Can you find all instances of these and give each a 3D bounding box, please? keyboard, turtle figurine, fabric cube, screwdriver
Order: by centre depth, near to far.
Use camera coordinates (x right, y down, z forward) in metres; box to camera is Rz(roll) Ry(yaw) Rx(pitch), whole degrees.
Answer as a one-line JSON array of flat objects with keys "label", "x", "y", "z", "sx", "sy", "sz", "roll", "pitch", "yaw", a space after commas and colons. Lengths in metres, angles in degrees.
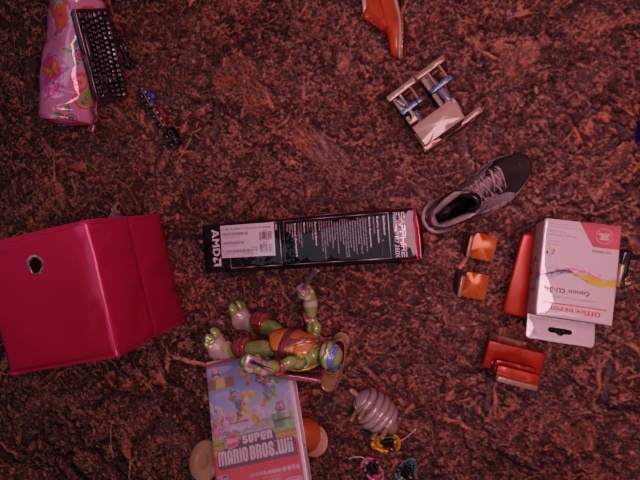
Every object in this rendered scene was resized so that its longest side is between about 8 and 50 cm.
[{"label": "screwdriver", "x": 0.543, "y": 0.099, "z": 0.864, "sx": 0.025, "sy": 0.024, "sz": 0.169, "roll": 22, "pitch": 108, "yaw": 40}, {"label": "turtle figurine", "x": -0.098, "y": 0.160, "z": 0.896, "sx": 0.266, "sy": 0.275, "sz": 0.197, "roll": 0, "pitch": 68, "yaw": 31}, {"label": "fabric cube", "x": -0.480, "y": 0.099, "z": 0.971, "sx": 0.254, "sy": 0.259, "sz": 0.258, "roll": -11, "pitch": 93, "yaw": 12}, {"label": "keyboard", "x": -0.454, "y": -0.397, "z": 0.997, "sx": 0.023, "sy": 0.108, "sz": 0.180, "roll": 18, "pitch": 122, "yaw": 40}]

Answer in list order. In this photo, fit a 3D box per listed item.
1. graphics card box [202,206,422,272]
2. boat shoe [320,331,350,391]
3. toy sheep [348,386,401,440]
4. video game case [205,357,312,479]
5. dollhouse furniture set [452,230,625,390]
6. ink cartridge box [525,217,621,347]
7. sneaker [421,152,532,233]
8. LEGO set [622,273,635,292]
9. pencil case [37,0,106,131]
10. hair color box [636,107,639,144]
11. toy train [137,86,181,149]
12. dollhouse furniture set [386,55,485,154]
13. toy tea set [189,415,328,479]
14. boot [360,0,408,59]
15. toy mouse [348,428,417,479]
[{"label": "graphics card box", "x": 0.000, "y": 0.000, "z": 0.865, "sx": 0.371, "sy": 0.233, "sz": 0.094, "roll": -5, "pitch": 91, "yaw": 14}, {"label": "boat shoe", "x": 0.026, "y": 0.259, "z": 0.979, "sx": 0.050, "sy": 0.045, "sz": 0.135, "roll": 14, "pitch": 98, "yaw": 12}, {"label": "toy sheep", "x": 0.108, "y": 0.347, "z": 0.947, "sx": 0.132, "sy": 0.091, "sz": 0.091, "roll": 44, "pitch": 103, "yaw": -6}, {"label": "video game case", "x": -0.137, "y": 0.376, "z": 0.978, "sx": 0.204, "sy": 0.025, "sz": 0.285, "roll": -18, "pitch": 65, "yaw": 14}, {"label": "dollhouse furniture set", "x": 0.375, "y": 0.119, "z": 0.840, "sx": 0.262, "sy": 0.135, "sz": 0.259, "roll": 12, "pitch": 98, "yaw": 11}, {"label": "ink cartridge box", "x": 0.408, "y": 0.071, "z": 0.759, "sx": 0.115, "sy": 0.067, "sz": 0.198, "roll": 7, "pitch": 85, "yaw": 11}, {"label": "sneaker", "x": 0.292, "y": -0.082, "z": 0.836, "sx": 0.229, "sy": 0.132, "sz": 0.086, "roll": -35, "pitch": 88, "yaw": 7}, {"label": "LEGO set", "x": 0.597, "y": 0.087, "z": 0.844, "sx": 0.083, "sy": 0.023, "sz": 0.054, "roll": -2, "pitch": 95, "yaw": 13}, {"label": "pencil case", "x": -0.539, "y": -0.388, "z": 1.016, "sx": 0.124, "sy": 0.124, "sz": 0.284, "roll": 11, "pitch": 98, "yaw": 12}, {"label": "hair color box", "x": 0.722, "y": -0.245, "z": 0.745, "sx": 0.339, "sy": 0.110, "sz": 0.185, "roll": 4, "pitch": 95, "yaw": 11}, {"label": "toy train", "x": -0.353, "y": -0.273, "z": 1.026, "sx": 0.036, "sy": 0.027, "sz": 0.158, "roll": -32, "pitch": 88, "yaw": 10}, {"label": "dollhouse furniture set", "x": 0.203, "y": -0.247, "z": 0.821, "sx": 0.129, "sy": 0.184, "sz": 0.129, "roll": -35, "pitch": 87, "yaw": 13}, {"label": "toy tea set", "x": -0.125, "y": 0.507, "z": 1.022, "sx": 0.336, "sy": 0.124, "sz": 0.200, "roll": -24, "pitch": 60, "yaw": 17}, {"label": "boot", "x": 0.123, "y": -0.417, "z": 0.893, "sx": 0.085, "sy": 0.059, "sz": 0.157, "roll": -10, "pitch": 84, "yaw": 17}, {"label": "toy mouse", "x": 0.145, "y": 0.472, "z": 0.978, "sx": 0.161, "sy": 0.031, "sz": 0.143, "roll": -18, "pitch": 91, "yaw": 14}]
